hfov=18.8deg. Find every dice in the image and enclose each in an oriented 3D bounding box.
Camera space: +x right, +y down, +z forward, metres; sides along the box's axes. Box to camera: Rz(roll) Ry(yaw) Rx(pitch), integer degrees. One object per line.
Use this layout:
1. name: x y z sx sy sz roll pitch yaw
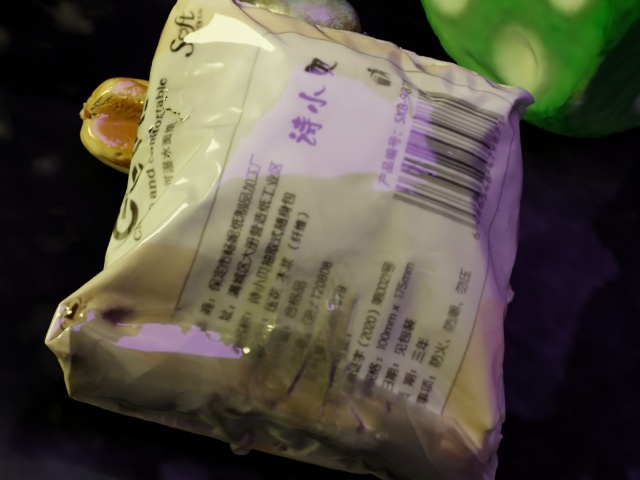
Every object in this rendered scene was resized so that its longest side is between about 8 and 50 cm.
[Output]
1. dice: 0.288 -0.298 1.964 0.287 0.300 0.297 -23 65 -34

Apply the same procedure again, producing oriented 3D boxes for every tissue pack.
1. tissue pack: 0.000 0.000 1.614 0.390 0.195 0.375 19 67 -12

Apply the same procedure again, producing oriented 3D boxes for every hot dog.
1. hot dog: -0.097 -0.082 1.753 0.249 0.076 0.102 13 80 -15

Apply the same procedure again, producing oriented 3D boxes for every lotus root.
1. lotus root: -0.031 -0.217 1.901 0.165 0.088 0.088 17 45 3
